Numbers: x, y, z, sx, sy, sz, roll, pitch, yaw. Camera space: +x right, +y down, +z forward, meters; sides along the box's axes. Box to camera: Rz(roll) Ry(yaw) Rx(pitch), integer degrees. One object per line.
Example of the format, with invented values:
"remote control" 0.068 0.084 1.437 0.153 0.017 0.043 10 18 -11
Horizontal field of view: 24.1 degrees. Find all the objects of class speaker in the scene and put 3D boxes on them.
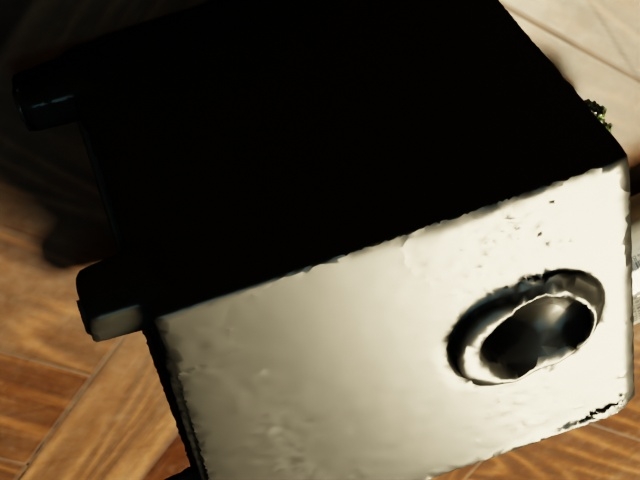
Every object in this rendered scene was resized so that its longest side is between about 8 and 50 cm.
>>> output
"speaker" 0.000 0.000 0.769 0.254 0.232 0.184 -19 132 -8

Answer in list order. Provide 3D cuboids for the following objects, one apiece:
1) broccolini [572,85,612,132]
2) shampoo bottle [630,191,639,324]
"broccolini" 0.140 0.021 0.931 0.051 0.054 0.239 13 111 20
"shampoo bottle" 0.153 0.043 0.994 0.227 0.056 0.086 -29 127 2
